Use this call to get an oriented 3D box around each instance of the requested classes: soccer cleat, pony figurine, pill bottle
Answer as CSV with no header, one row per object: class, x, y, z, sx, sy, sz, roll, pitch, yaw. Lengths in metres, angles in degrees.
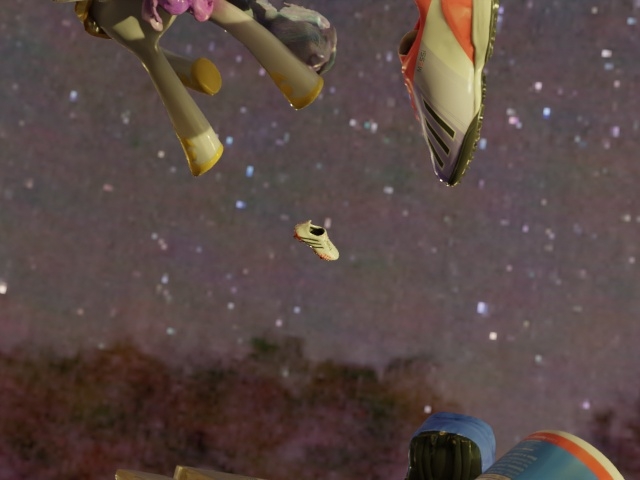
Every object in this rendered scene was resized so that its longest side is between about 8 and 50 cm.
soccer cleat,0.000,0.000,1.764,0.035,0.029,0.083,-29,-50,33
pony figurine,-0.157,-0.262,1.290,0.363,0.303,0.351,42,-40,-19
soccer cleat,0.149,-0.202,1.632,0.116,0.109,0.318,6,-44,4
pill bottle,0.137,0.255,1.027,0.124,0.221,0.124,36,-35,31

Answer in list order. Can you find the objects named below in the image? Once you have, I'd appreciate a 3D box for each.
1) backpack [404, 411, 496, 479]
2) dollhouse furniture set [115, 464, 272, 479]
backpack,0.144,0.248,1.443,0.098,0.120,0.101,2,20,20
dollhouse furniture set,-0.100,0.376,1.203,0.286,0.303,0.198,17,-8,-36
